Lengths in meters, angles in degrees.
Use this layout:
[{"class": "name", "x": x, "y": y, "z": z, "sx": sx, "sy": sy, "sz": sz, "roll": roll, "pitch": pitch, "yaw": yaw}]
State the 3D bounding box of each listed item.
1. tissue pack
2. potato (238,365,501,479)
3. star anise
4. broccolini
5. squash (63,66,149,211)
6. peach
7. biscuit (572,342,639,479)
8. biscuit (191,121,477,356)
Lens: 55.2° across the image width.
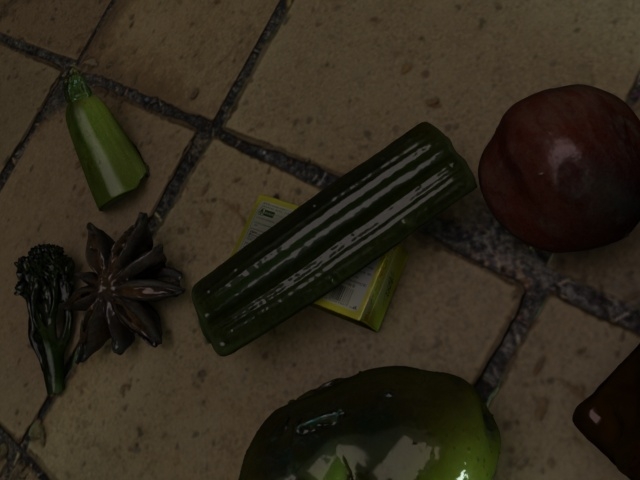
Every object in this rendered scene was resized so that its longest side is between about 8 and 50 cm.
[{"class": "tissue pack", "x": -0.004, "y": 0.022, "z": 0.668, "sx": 0.175, "sy": 0.062, "sz": 0.095, "roll": 18, "pitch": 79, "yaw": 29}, {"class": "potato", "x": 0.033, "y": 0.196, "z": 0.538, "sx": 0.248, "sy": 0.143, "sz": 0.169, "roll": -26, "pitch": 47, "yaw": 13}, {"class": "star anise", "x": -0.256, "y": 0.060, "z": 0.771, "sx": 0.182, "sy": 0.065, "sz": 0.195, "roll": -32, "pitch": 73, "yaw": 15}, {"class": "broccolini", "x": -0.362, "y": 0.098, "z": 0.808, "sx": 0.091, "sy": 0.068, "sz": 0.203, "roll": -16, "pitch": 66, "yaw": -2}, {"class": "squash", "x": -0.310, "y": -0.147, "z": 0.862, "sx": 0.090, "sy": 0.075, "sz": 0.200, "roll": -25, "pitch": 85, "yaw": 35}, {"class": "peach", "x": 0.225, "y": -0.056, "z": 0.552, "sx": 0.152, "sy": 0.152, "sz": 0.152, "roll": -8, "pitch": 70, "yaw": 22}, {"class": "biscuit", "x": 0.416, "y": 0.138, "z": 0.376, "sx": 0.343, "sy": 0.166, "sz": 0.395, "roll": -49, "pitch": 61, "yaw": 5}, {"class": "biscuit", "x": 0.000, "y": 0.000, "z": 0.618, "sx": 0.322, "sy": 0.038, "sz": 0.099, "roll": -34, "pitch": 64, "yaw": 9}]
